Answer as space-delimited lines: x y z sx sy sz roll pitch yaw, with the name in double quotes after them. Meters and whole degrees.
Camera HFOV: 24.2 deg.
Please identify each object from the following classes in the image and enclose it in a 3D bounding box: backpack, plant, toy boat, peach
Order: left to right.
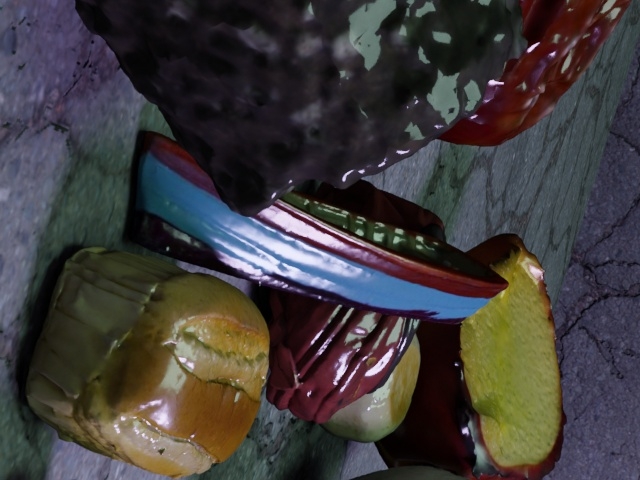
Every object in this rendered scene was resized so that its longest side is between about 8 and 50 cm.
-0.035 -0.191 0.816 0.312 0.213 0.215 57 40 -21 "plant"
0.000 0.000 1.135 0.392 0.136 0.079 16 102 -47 "toy boat"
0.018 0.063 1.362 0.229 0.138 0.229 -63 180 -1 "backpack"
0.164 0.156 1.832 0.257 0.201 0.362 42 47 -39 "peach"

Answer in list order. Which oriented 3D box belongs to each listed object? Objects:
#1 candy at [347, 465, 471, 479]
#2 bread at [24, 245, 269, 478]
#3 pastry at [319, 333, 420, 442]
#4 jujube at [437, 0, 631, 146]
0.058 0.347 1.618 0.295 0.185 0.295 -37 167 -10 "candy"
-0.106 0.087 1.011 0.236 0.106 0.140 40 70 -72 "bread"
0.050 0.143 1.618 0.156 0.092 0.157 9 90 -71 "pastry"
0.147 -0.270 1.255 0.377 0.276 0.276 -67 167 23 "jujube"
